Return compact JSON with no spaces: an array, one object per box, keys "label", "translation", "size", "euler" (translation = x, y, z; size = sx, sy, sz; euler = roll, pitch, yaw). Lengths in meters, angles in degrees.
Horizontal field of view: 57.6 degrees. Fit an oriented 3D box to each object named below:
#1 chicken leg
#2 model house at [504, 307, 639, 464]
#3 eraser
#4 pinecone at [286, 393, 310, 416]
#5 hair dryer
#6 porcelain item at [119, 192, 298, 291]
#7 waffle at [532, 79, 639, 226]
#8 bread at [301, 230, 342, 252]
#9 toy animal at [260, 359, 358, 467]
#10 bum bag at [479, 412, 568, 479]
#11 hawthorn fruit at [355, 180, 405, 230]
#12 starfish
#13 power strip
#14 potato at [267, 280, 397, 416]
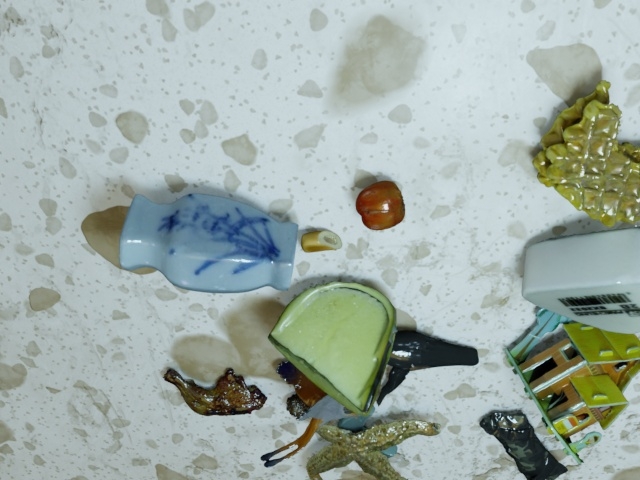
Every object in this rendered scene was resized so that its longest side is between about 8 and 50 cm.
[{"label":"chicken leg","translation":[-0.328,0.477,1.818],"size":[0.322,0.083,0.177],"euler":[0,114,3]},{"label":"model house","translation":[0.673,0.318,1.508],"size":[0.323,0.300,0.340],"euler":[-34,120,12]},{"label":"eraser","translation":[0.684,0.086,1.365],"size":[0.331,0.150,0.331],"euler":[12,152,7]},{"label":"pinecone","translation":[-0.067,0.516,1.820],"size":[0.077,0.077,0.083],"euler":[-11,152,12]},{"label":"hair dryer","translation":[0.265,0.395,1.721],"size":[0.303,0.120,0.359],"euler":[8,134,-17]},{"label":"porcelain item","translation":[-0.264,0.012,1.423],"size":[0.405,0.243,0.178],"euler":[10,145,-7]},{"label":"waffle","translation":[0.646,-0.175,1.275],"size":[0.324,0.151,0.261],"euler":[24,124,-7]},{"label":"bread","translation":[0.001,0.000,1.494],"size":[0.103,0.049,0.062],"euler":[-7,150,7]},{"label":"toy animal","translation":[-0.005,0.534,1.731],"size":[0.302,0.225,0.284],"euler":[4,110,-28]},{"label":"bum bag","translation":[0.642,0.649,1.830],"size":[0.144,0.095,0.340],"euler":[-32,108,26]},{"label":"hawthorn fruit","translation":[0.145,-0.081,1.399],"size":[0.128,0.128,0.128],"euler":[2,122,3]},{"label":"starfish","translation":[0.159,0.683,1.840],"size":[0.432,0.082,0.324],"euler":[-2,118,6]},{"label":"power strip","translation":[0.144,0.635,1.885],"size":[0.167,0.054,0.253],"euler":[-16,119,17]},{"label":"potato","translation":[0.070,0.268,1.566],"size":[0.330,0.280,0.213],"euler":[33,165,19]}]
